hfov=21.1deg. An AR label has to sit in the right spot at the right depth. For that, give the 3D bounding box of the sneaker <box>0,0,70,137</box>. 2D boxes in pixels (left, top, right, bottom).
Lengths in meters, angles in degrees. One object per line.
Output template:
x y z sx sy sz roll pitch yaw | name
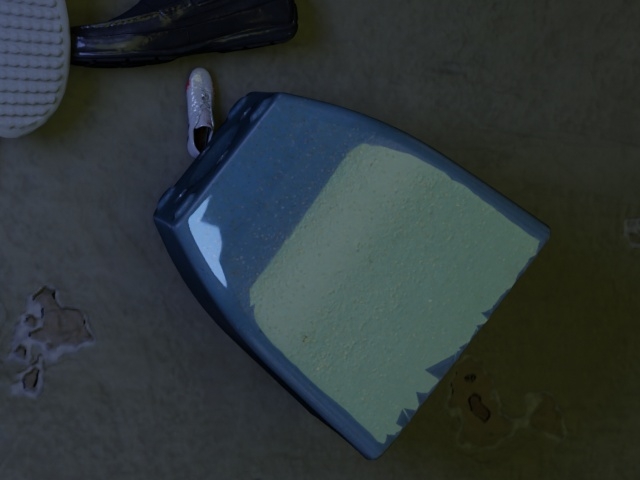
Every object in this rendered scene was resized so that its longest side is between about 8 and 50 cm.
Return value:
-0.324 -0.261 1.432 0.135 0.150 0.366 -30 118 -19 | sneaker

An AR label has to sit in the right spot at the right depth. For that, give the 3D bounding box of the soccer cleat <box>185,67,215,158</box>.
-0.108 -0.115 1.558 0.029 0.035 0.083 2 97 -18 | soccer cleat

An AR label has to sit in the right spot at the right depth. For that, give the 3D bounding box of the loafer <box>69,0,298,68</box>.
-0.128 -0.199 1.525 0.223 0.076 0.078 -12 95 -19 | loafer

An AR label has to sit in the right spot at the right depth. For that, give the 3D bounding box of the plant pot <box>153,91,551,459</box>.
0.000 0.000 1.500 0.252 0.248 0.247 40 85 -14 | plant pot
